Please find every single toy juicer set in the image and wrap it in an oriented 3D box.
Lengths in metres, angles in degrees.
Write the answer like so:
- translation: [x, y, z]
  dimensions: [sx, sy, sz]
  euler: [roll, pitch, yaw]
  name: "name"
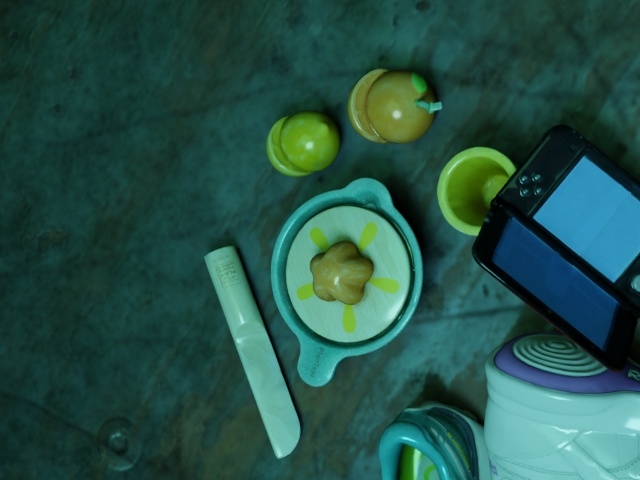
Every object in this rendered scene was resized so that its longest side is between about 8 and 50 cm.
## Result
- translation: [0.000, 0.000, 1.348]
  dimensions: [0.329, 0.089, 0.209]
  euler: [-46, 72, 19]
  name: "toy juicer set"

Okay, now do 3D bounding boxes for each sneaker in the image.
- translation: [0.264, 0.171, 1.228]
  dimensions: [0.305, 0.114, 0.152]
  euler: [18, 120, 23]
  name: "sneaker"
- translation: [0.084, 0.265, 1.294]
  dimensions: [0.107, 0.110, 0.275]
  euler: [-9, 86, 25]
  name: "sneaker"

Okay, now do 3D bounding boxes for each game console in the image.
- translation: [0.198, 0.003, 1.219]
  dimensions: [0.144, 0.085, 0.124]
  euler: [39, 95, -6]
  name: "game console"
